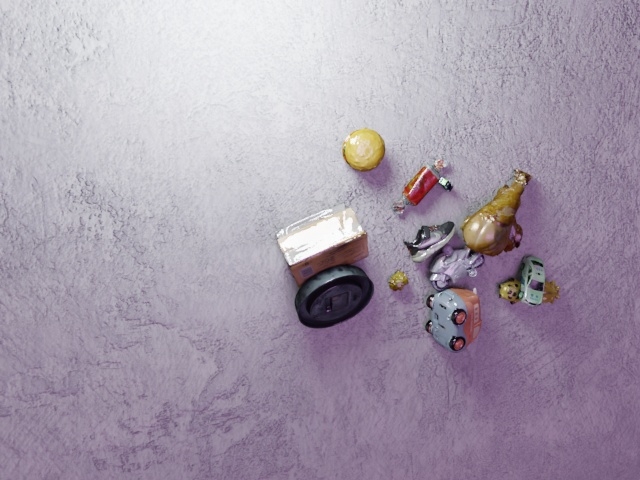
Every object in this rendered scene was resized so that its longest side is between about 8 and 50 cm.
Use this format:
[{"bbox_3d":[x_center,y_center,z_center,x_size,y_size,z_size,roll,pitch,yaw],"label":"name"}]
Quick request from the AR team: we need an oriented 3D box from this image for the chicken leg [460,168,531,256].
[{"bbox_3d":[0.755,-0.096,1.833,0.295,0.182,0.409,37,80,-28],"label":"chicken leg"}]

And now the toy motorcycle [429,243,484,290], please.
[{"bbox_3d":[0.556,0.091,1.856,0.260,0.110,0.171,-30,98,-7],"label":"toy motorcycle"}]

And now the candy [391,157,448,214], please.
[{"bbox_3d":[0.394,-0.217,1.754,0.086,0.059,0.292,38,96,-20],"label":"candy"}]

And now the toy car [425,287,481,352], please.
[{"bbox_3d":[0.584,0.327,1.889,0.212,0.180,0.270,-13,112,-24],"label":"toy car"}]

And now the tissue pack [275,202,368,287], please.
[{"bbox_3d":[0.000,0.000,1.679,0.306,0.238,0.238,-24,109,-4],"label":"tissue pack"}]

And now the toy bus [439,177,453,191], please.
[{"bbox_3d":[0.500,-0.220,1.768,0.031,0.037,0.083,-56,148,6],"label":"toy bus"}]

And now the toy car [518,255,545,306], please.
[{"bbox_3d":[0.914,0.172,1.910,0.090,0.076,0.224,17,63,-4],"label":"toy car"}]

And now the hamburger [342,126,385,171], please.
[{"bbox_3d":[0.158,-0.335,1.642,0.162,0.115,0.162,-4,108,-12],"label":"hamburger"}]

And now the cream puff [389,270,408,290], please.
[{"bbox_3d":[0.325,0.172,1.850,0.083,0.058,0.083,-5,105,-8],"label":"cream puff"}]

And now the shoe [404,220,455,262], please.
[{"bbox_3d":[0.440,-0.012,1.807,0.227,0.099,0.112,-45,102,4],"label":"shoe"}]

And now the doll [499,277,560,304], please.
[{"bbox_3d":[0.925,0.224,1.976,0.291,0.086,0.117,1,95,-9],"label":"doll"}]

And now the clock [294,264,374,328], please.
[{"bbox_3d":[0.054,0.221,1.728,0.319,0.066,0.319,-15,139,-14],"label":"clock"}]
